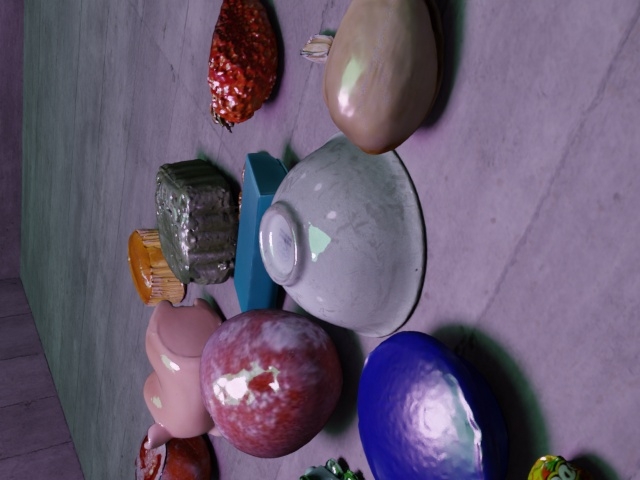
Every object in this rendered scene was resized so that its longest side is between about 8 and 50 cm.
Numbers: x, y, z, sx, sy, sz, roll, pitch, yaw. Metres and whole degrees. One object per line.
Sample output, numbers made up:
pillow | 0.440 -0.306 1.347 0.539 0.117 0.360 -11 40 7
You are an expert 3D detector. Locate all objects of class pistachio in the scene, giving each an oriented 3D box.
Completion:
pistachio | 0.079 -0.210 0.974 0.144 0.144 0.215 44 128 47

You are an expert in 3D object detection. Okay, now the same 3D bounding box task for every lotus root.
lotus root | 0.004 -0.284 1.181 0.083 0.030 0.037 21 84 53

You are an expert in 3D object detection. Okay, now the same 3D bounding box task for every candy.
candy | 0.253 0.345 0.890 0.077 0.073 0.262 -111 19 -57

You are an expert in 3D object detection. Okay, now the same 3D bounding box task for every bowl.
bowl | 0.000 0.000 1.146 0.313 0.146 0.313 25 120 55

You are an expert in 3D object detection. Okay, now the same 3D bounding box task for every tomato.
tomato | -0.330 0.525 1.838 0.181 0.155 0.214 -60 25 26

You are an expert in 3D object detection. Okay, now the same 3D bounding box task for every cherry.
cherry | -0.086 0.227 1.289 0.285 0.213 0.236 -36 92 33

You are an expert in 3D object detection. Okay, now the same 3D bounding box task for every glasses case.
glasses case | -0.100 0.002 1.374 0.117 0.070 0.301 -111 22 -44

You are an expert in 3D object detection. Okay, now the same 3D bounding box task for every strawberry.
strawberry | -0.122 -0.303 1.338 0.175 0.106 0.236 -74 -9 -67

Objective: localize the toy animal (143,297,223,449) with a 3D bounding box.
toy animal | -0.289 0.282 1.679 0.213 0.195 0.256 -125 35 -51

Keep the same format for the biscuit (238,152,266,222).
biscuit | -0.118 -0.077 1.450 0.124 0.026 0.175 56 141 38

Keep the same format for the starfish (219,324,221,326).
starfish | -0.128 0.244 1.532 0.240 0.043 0.227 36 130 47

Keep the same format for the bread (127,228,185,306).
bread | -0.398 0.063 1.897 0.132 0.114 0.190 122 137 -52

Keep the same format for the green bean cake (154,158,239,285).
green bean cake | -0.252 -0.031 1.607 0.222 0.125 0.227 37 133 52

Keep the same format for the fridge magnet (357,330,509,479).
fridge magnet | 0.137 0.244 1.000 0.265 0.112 0.265 25 119 56

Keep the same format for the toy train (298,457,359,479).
toy train | 0.051 0.439 1.241 0.251 0.085 0.119 24 133 60
